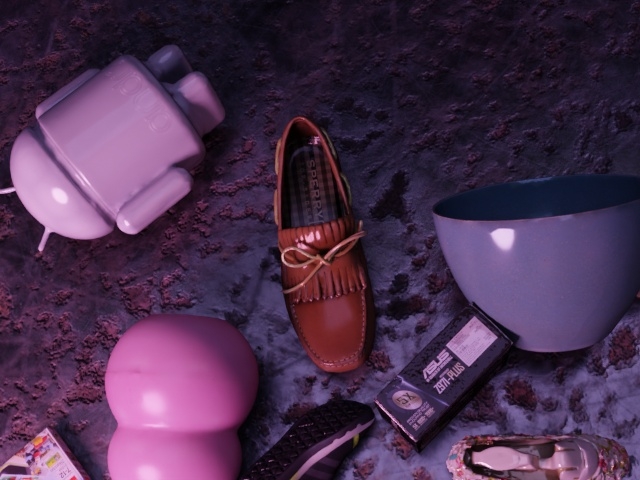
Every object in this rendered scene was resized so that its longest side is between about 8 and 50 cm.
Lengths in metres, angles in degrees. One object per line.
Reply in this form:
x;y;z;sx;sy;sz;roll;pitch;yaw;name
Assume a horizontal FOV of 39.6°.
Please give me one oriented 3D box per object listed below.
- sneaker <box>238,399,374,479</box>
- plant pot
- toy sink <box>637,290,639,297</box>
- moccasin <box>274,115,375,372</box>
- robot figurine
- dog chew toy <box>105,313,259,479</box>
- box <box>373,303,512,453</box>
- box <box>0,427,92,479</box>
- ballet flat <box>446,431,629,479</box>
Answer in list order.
-0.017;0.312;1.216;0.234;0.097;0.084;-34;28;-21;sneaker
0.304;0.034;1.179;0.290;0.290;0.195;-7;102;6;plant pot
0.557;0.077;1.166;0.234;0.153;0.131;-13;69;2;toy sink
0.003;0.000;1.277;0.139;0.147;0.380;-6;70;6;moccasin
-0.318;-0.141;1.347;0.353;0.200;0.300;-40;60;-7;robot figurine
-0.191;0.269;1.191;0.206;0.206;0.332;1;79;9;dog chew toy
0.164;0.187;1.186;0.180;0.147;0.077;-44;70;-7;box
-0.433;0.379;1.265;0.207;0.036;0.114;-41;70;-7;box
0.287;0.294;1.168;0.241;0.077;0.091;-4;69;6;ballet flat
